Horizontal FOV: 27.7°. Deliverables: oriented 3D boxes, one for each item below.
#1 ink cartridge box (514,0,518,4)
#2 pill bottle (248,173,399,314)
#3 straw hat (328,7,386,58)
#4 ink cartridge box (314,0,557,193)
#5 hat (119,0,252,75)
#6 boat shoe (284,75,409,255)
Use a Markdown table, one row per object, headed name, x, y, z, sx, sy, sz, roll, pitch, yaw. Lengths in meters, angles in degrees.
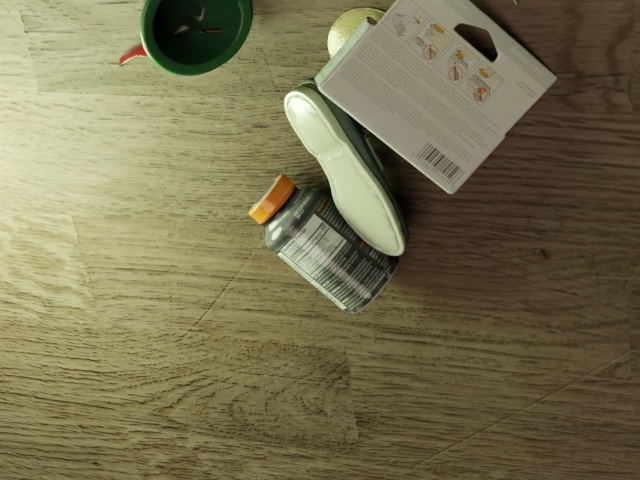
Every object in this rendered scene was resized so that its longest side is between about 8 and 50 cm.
| name | x | y | z | sx | sy | sz | roll | pitch | yaw |
| --- | --- | --- | --- | --- | --- | --- | --- | --- | --- |
| ink cartridge box | 0.213 | -0.426 | 1.776 | 0.062 | 0.109 | 0.209 | -16 | 116 | 30 |
| pill bottle | 0.000 | 0.000 | 2.138 | 0.246 | 0.130 | 0.130 | 41 | 127 | -8 |
| straw hat | 0.070 | -0.275 | 1.966 | 0.145 | 0.061 | 0.144 | 11 | 126 | 15 |
| ink cartridge box | 0.170 | -0.239 | 1.924 | 0.275 | 0.060 | 0.239 | 37 | 104 | -19 |
| hat | -0.233 | -0.364 | 2.052 | 0.209 | 0.183 | 0.173 | -29 | 124 | -10 |
| boat shoe | 0.064 | -0.123 | 2.044 | 0.116 | 0.099 | 0.319 | -10 | 118 | 50 |
